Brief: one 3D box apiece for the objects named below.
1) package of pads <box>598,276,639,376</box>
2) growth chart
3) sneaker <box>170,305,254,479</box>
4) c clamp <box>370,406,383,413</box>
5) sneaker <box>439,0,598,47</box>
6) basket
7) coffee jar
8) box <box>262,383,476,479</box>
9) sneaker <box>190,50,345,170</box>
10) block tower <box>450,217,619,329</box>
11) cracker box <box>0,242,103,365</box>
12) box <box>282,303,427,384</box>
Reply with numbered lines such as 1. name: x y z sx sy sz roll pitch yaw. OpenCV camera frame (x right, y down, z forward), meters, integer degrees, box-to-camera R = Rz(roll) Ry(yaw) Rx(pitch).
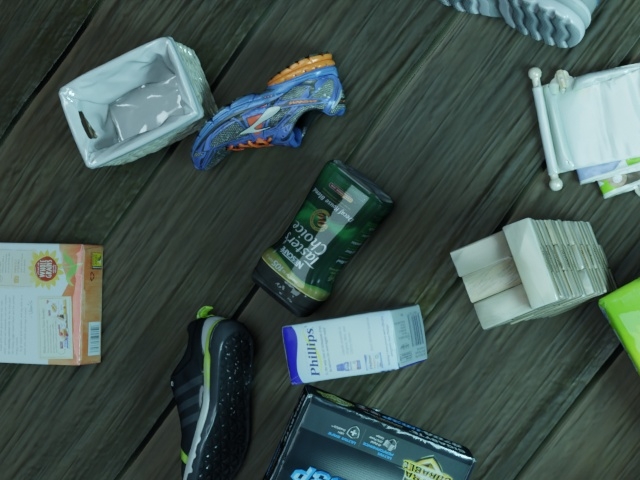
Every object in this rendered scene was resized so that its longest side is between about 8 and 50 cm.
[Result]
1. package of pads: 0.491 0.097 1.839 0.297 0.101 0.229 -30 79 17
2. growth chart: 0.363 -0.130 1.927 0.237 0.021 0.171 -6 88 19
3. sneaker: -0.142 0.200 2.082 0.097 0.084 0.234 13 93 43
4. c clamp: 0.064 0.281 2.028 0.137 0.022 0.160 12 93 12
5. sneaker: 0.209 -0.327 1.961 0.281 0.105 0.115 31 69 19
6. basket: -0.222 -0.169 2.087 0.167 0.103 0.113 -24 82 18
7. coffee jar: 0.000 0.000 2.021 0.096 0.079 0.184 38 102 16
8. box: 0.048 0.290 1.968 0.220 0.051 0.175 23 97 -10
9. sneaker: -0.065 -0.143 2.046 0.221 0.083 0.087 -32 85 18
10. block tower: 0.236 0.034 1.803 0.097 0.335 0.091 -23 82 17
11. cracker box: -0.400 0.080 2.164 0.232 0.067 0.155 1 89 18
12. box: 0.042 0.123 1.980 0.137 0.126 0.072 -9 88 19
